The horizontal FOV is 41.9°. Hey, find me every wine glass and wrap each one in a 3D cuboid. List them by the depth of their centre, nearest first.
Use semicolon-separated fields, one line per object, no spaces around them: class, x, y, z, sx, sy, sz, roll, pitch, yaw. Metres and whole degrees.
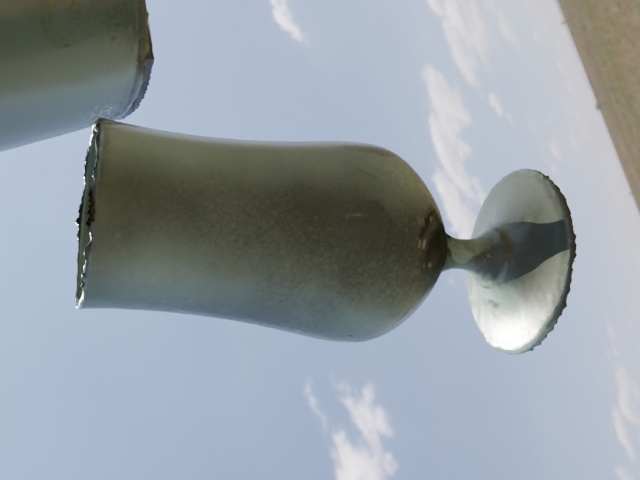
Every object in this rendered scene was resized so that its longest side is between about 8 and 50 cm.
wine glass;0.000;0.000;0.413;0.231;0.103;0.103;5;-123;-20

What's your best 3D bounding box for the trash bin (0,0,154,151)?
trash bin;-0.261;-0.139;0.459;0.263;0.217;0.277;-22;-71;-33
